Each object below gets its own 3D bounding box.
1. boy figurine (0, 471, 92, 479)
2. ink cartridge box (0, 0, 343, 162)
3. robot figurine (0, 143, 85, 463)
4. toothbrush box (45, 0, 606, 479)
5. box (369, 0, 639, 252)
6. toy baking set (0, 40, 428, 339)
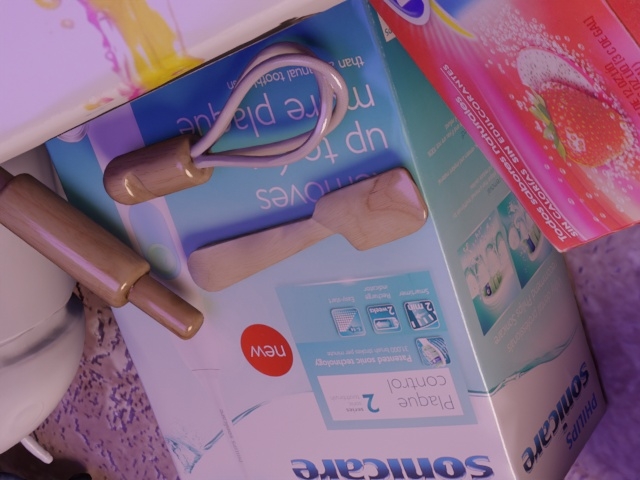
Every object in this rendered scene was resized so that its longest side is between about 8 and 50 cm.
[{"bbox_3d":[-0.297,0.181,1.020,0.285,0.092,0.177,13,130,-21],"label":"boy figurine"},{"bbox_3d":[-0.105,-0.148,0.490,0.306,0.131,0.226,-23,98,18],"label":"ink cartridge box"},{"bbox_3d":[-0.250,-0.011,0.891,0.300,0.200,0.353,-10,108,-6],"label":"robot figurine"},{"bbox_3d":[0.000,0.000,0.806,0.216,0.126,0.295,-5,114,33],"label":"toothbrush box"},{"bbox_3d":[0.090,-0.165,0.615,0.300,0.154,0.142,52,159,-3],"label":"box"},{"bbox_3d":[-0.082,-0.045,0.727,0.256,0.030,0.196,39,128,7],"label":"toy baking set"}]
